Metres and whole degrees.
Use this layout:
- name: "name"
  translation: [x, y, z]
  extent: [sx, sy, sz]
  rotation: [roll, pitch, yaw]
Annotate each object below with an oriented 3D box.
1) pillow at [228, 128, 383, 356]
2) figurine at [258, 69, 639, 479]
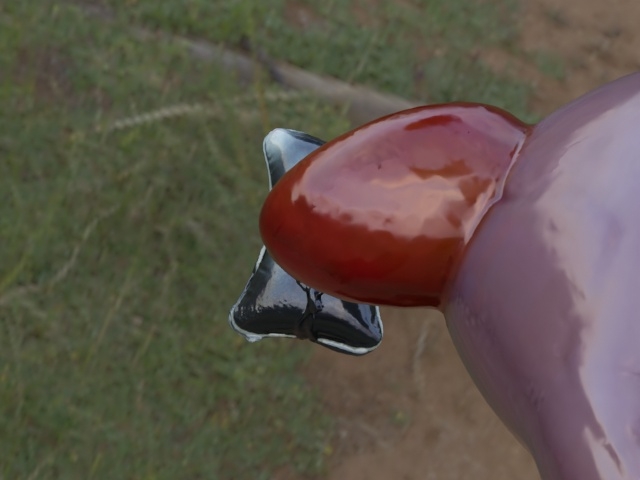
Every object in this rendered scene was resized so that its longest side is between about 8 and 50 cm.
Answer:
- name: "pillow"
  translation: [0.001, 0.001, 1.091]
  extent: [0.055, 0.091, 0.135]
  rotation: [28, 69, -54]
- name: "figurine"
  translation: [0.159, 0.018, 0.797]
  extent: [0.270, 0.211, 0.261]
  rotation: [29, 12, -50]
